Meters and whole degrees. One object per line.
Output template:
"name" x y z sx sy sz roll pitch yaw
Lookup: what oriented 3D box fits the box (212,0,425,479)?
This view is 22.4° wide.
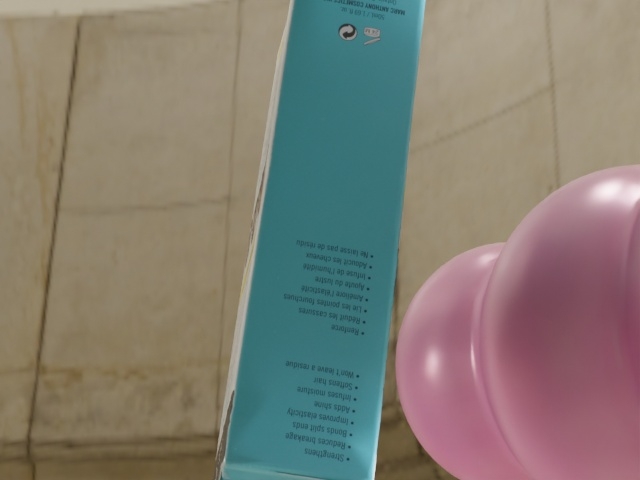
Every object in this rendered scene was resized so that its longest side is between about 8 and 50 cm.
"box" 0.000 0.000 0.697 0.060 0.100 0.244 9 -115 -4

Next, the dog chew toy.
"dog chew toy" 0.171 0.049 0.760 0.206 0.332 0.206 14 -110 -44
